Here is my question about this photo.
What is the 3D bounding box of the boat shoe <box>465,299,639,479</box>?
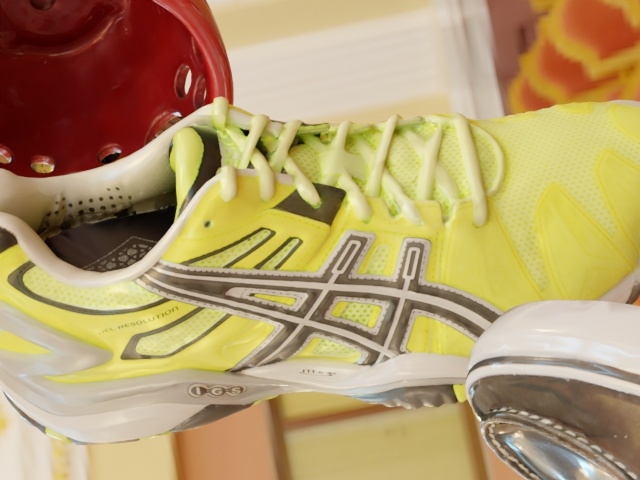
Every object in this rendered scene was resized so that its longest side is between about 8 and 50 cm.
[{"bbox_3d":[0.170,0.125,0.652,0.335,0.119,0.121,25,157,39],"label":"boat shoe"}]

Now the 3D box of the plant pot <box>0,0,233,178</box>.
[{"bbox_3d":[-0.156,-0.119,1.053,0.174,0.191,0.191,-107,2,-52],"label":"plant pot"}]

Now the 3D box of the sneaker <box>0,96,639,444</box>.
[{"bbox_3d":[0.000,0.000,0.894,0.147,0.384,0.145,69,-173,-47],"label":"sneaker"}]

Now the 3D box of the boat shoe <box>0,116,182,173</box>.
[{"bbox_3d":[-0.193,-0.077,1.385,0.104,0.307,0.111,-60,-20,-56],"label":"boat shoe"}]
